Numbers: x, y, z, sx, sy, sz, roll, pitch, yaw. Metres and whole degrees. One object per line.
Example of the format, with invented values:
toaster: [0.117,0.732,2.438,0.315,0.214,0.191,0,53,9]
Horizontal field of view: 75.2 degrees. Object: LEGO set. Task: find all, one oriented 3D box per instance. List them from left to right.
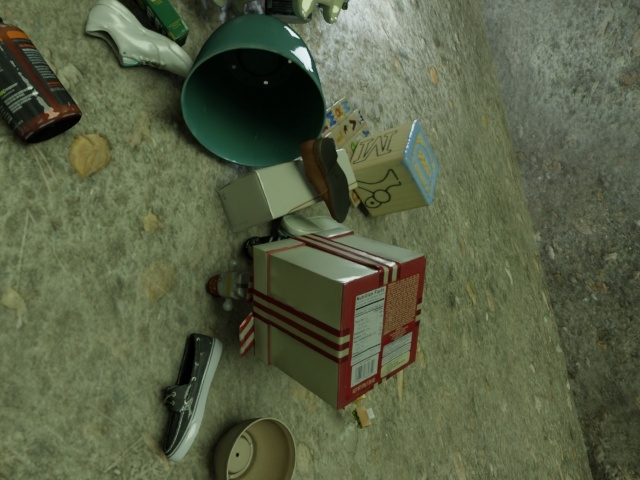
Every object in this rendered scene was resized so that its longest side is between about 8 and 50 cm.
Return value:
LEGO set: [0.053,0.326,1.047,0.107,0.132,0.287,2,84,-36]

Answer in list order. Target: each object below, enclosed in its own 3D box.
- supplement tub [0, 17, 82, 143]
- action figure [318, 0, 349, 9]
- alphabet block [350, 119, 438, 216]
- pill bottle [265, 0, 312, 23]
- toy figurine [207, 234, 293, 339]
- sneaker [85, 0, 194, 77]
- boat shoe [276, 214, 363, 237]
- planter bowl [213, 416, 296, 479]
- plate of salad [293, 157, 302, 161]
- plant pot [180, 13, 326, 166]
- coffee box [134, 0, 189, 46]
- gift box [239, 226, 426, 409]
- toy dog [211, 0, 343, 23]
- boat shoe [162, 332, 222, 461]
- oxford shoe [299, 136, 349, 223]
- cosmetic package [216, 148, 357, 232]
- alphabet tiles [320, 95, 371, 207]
supplement tub: [-0.489,-0.265,0.665,0.106,0.106,0.198,-45,112,-41]
action figure: [0.029,-0.772,1.317,0.232,0.137,0.063,-24,120,-54]
alphabet block: [0.221,-0.211,1.254,0.192,0.197,0.193,54,43,-32]
pill bottle: [-0.082,-0.719,1.104,0.130,0.130,0.245,-18,119,-46]
toy figurine: [-0.123,0.106,0.914,0.209,0.148,0.213,-48,115,-34]
sneaker: [-0.366,-0.386,0.852,0.212,0.080,0.094,29,73,-30]
boat shoe: [0.000,0.000,1.113,0.319,0.116,0.099,4,120,-51]
planter bowl: [-0.144,0.433,0.826,0.162,0.109,0.162,14,70,-43]
plate of salad: [-0.065,-0.310,1.138,0.200,0.048,0.199,13,72,-43]
plant pot: [-0.137,-0.349,0.920,0.293,0.293,0.235,31,42,-36]
coffee box: [-0.349,-0.492,0.856,0.040,0.113,0.184,-42,114,-11]
gift box: [0.011,0.136,0.767,0.255,0.258,0.276,-7,109,-43]
toy dog: [-0.150,-0.694,0.893,0.408,0.395,0.284,21,39,9]
boat shoe: [-0.255,0.283,0.780,0.076,0.080,0.228,32,57,-28]
oxford shoe: [0.011,-0.132,0.935,0.076,0.076,0.212,-52,133,-41]
cosmetic package: [-0.070,-0.127,1.008,0.309,0.160,0.113,-27,99,-44]
alphabet tiles: [0.090,-0.273,1.268,0.342,0.011,0.285,-52,122,-46]
